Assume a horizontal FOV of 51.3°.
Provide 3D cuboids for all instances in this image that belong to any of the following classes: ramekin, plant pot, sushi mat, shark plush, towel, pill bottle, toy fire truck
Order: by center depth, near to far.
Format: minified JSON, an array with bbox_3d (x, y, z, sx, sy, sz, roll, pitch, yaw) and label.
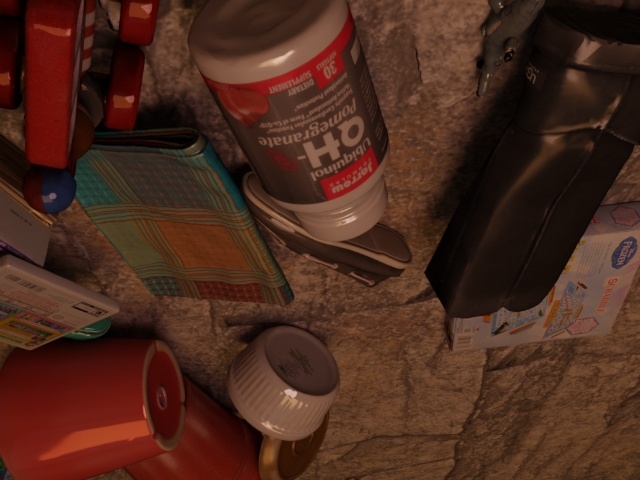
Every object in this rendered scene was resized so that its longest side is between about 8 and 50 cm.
[{"bbox_3d":[-0.267,-0.168,0.681,0.169,0.254,0.302,10,137,-18],"label":"toy fire truck"},{"bbox_3d":[-0.408,-0.137,0.723,0.019,0.151,0.316,-44,113,5],"label":"sushi mat"},{"bbox_3d":[-0.015,-0.145,0.804,0.176,0.176,0.318,-16,139,10],"label":"pill bottle"},{"bbox_3d":[0.218,-0.244,0.805,0.073,0.067,0.161,13,135,-22],"label":"shark plush"},{"bbox_3d":[-0.212,-0.017,0.965,0.271,0.040,0.370,2,143,21],"label":"towel"},{"bbox_3d":[-0.386,0.290,1.175,0.243,0.275,0.275,-10,139,7],"label":"plant pot"},{"bbox_3d":[-0.060,0.257,1.248,0.207,0.207,0.109,19,124,-27],"label":"ramekin"},{"bbox_3d":[-0.289,0.421,1.373,0.272,0.272,0.265,-19,130,14],"label":"plant pot"},{"bbox_3d":[-0.046,0.420,1.430,0.032,0.236,0.236,17,150,31],"label":"plant pot"}]

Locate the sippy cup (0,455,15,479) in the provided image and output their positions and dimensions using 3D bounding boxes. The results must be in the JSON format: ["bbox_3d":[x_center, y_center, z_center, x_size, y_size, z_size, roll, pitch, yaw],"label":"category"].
[{"bbox_3d":[-0.704,0.445,1.351,0.240,0.224,0.305,-16,138,10],"label":"sippy cup"}]

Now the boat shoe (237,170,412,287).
[{"bbox_3d":[0.000,0.000,1.024,0.335,0.112,0.095,22,127,-34],"label":"boat shoe"}]

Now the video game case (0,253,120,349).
[{"bbox_3d":[-0.444,0.098,0.986,0.193,0.023,0.212,-23,149,19],"label":"video game case"}]

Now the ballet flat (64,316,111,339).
[{"bbox_3d":[-0.482,0.119,1.121,0.247,0.083,0.087,20,152,-25],"label":"ballet flat"}]

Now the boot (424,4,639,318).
[{"bbox_3d":[0.379,-0.073,0.915,0.367,0.146,0.445,5,128,-11],"label":"boot"}]

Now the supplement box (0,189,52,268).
[{"bbox_3d":[-0.512,0.008,0.960,0.220,0.114,0.111,-22,138,19],"label":"supplement box"}]

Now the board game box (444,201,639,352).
[{"bbox_3d":[0.395,0.077,1.203,0.318,0.066,0.319,-6,139,-1],"label":"board game box"}]
